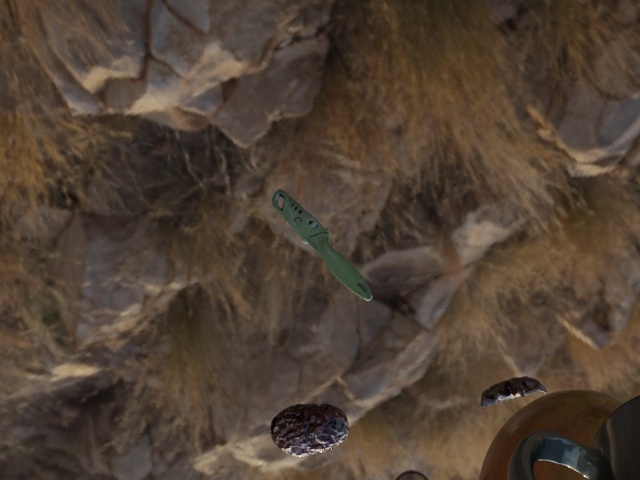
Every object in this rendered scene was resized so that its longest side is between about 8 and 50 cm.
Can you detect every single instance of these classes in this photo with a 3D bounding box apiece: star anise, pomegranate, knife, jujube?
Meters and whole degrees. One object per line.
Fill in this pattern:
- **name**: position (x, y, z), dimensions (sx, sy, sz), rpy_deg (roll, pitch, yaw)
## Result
- **star anise**: position (0.363, 0.287, 1.752), dimensions (0.141, 0.042, 0.141), rpy_deg (-16, 172, -2)
- **pomegranate**: position (0.346, 0.329, 1.147), dimensions (0.319, 0.319, 0.319), rpy_deg (-21, 148, -14)
- **knife**: position (0.001, 0.001, 1.395), dimensions (0.043, 0.293, 0.020), rpy_deg (-41, 137, -4)
- **jujube**: position (-0.016, 0.352, 1.697), dimensions (0.166, 0.104, 0.104), rpy_deg (-9, 165, 38)

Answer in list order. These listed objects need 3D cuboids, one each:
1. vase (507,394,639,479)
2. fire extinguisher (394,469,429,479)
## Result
- **vase**: position (0.253, 0.223, 0.667), dimensions (0.301, 0.251, 0.156), rpy_deg (-32, 138, -65)
- **fire extinguisher**: position (0.099, 0.286, 1.017), dimensions (0.050, 0.062, 0.177), rpy_deg (-48, 170, -3)
